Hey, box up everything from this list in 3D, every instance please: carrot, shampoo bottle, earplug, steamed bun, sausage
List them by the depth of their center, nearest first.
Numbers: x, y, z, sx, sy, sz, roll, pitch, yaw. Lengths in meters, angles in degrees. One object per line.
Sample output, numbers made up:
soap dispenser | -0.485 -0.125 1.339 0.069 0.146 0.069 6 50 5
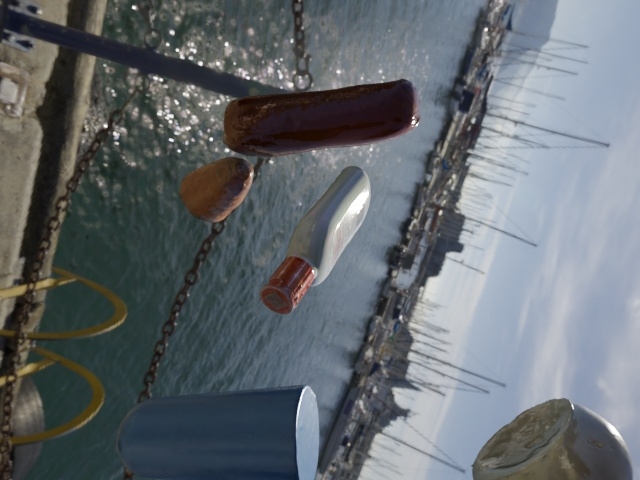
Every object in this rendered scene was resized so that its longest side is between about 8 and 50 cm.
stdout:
shampoo bottle | 0.000 0.000 0.576 0.221 0.051 0.108 -53 158 -44
earplug | -0.148 0.269 0.652 0.132 0.273 0.132 -5 90 -78
sausage | 0.005 -0.177 0.690 0.083 0.300 0.089 -154 -125 -83
steamed bun | 0.497 0.502 1.011 0.324 0.206 0.324 -37 169 -9
carrot | -0.260 -0.156 1.258 0.225 0.159 0.159 -29 -157 46
